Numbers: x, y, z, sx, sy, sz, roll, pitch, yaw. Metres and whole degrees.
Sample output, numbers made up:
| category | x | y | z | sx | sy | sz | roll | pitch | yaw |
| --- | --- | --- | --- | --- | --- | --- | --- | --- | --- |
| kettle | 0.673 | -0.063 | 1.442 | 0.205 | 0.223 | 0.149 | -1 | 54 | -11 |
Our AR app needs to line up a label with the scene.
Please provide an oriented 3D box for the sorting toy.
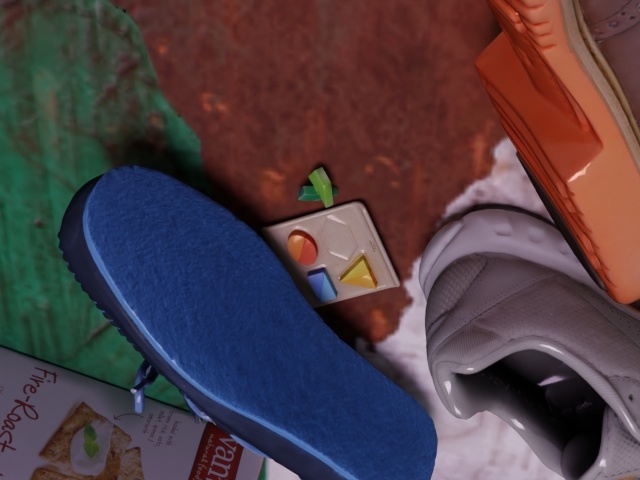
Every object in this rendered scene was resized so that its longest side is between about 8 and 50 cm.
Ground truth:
| category | x | y | z | sx | sy | sz | roll | pitch | yaw |
| --- | --- | --- | --- | --- | --- | --- | --- | --- | --- |
| sorting toy | 0.000 | 0.000 | 0.580 | 0.062 | 0.012 | 0.083 | -13 | 122 | 22 |

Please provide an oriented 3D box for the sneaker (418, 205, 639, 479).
| category | x | y | z | sx | sy | sz | roll | pitch | yaw |
| --- | --- | --- | --- | --- | --- | --- | --- | --- | --- |
| sneaker | 0.163 | 0.087 | 0.538 | 0.262 | 0.121 | 0.099 | 21 | 128 | -3 |

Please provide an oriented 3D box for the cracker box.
| category | x | y | z | sx | sy | sz | roll | pitch | yaw |
| --- | --- | --- | --- | --- | --- | --- | --- | --- | --- |
| cracker box | -0.160 | 0.152 | 0.637 | 0.232 | 0.156 | 0.067 | 20 | 127 | -3 |

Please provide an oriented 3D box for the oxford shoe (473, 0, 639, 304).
| category | x | y | z | sx | sy | sz | roll | pitch | yaw |
| --- | --- | --- | --- | --- | --- | --- | --- | --- | --- |
| oxford shoe | 0.104 | -0.123 | 0.379 | 0.132 | 0.130 | 0.364 | -29 | 140 | 5 |

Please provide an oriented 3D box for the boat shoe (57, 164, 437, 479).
| category | x | y | z | sx | sy | sz | roll | pitch | yaw |
| --- | --- | --- | --- | --- | --- | --- | --- | --- | --- |
| boat shoe | -0.048 | 0.071 | 0.586 | 0.089 | 0.109 | 0.258 | -16 | 122 | 47 |
